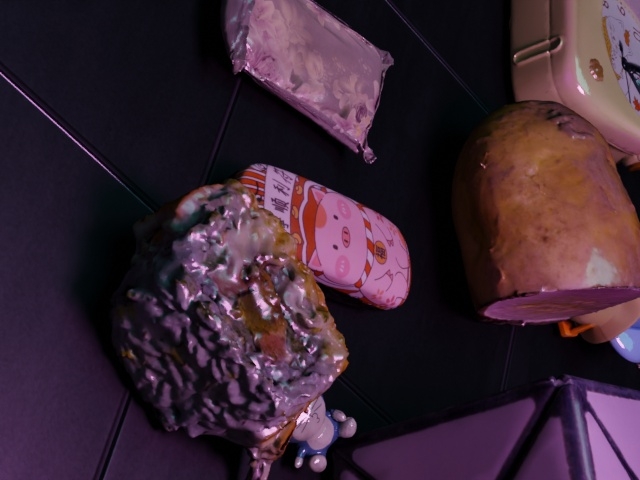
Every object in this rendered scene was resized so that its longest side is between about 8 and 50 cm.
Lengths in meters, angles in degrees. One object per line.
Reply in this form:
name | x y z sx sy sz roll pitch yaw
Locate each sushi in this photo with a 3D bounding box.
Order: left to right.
sushi | -0.077 0.086 1.603 0.274 0.139 0.184 56 41 -9

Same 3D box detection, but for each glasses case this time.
glasses case | 0.000 0.000 1.799 0.266 0.067 0.103 22 56 -45

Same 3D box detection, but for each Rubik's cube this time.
Rubik's cube | 0.217 0.327 1.745 0.307 0.305 0.310 18 58 -49

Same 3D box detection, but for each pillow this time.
pillow | -0.020 -0.194 1.869 0.255 0.059 0.169 34 50 -40

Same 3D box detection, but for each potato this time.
potato | 0.258 -0.041 2.035 0.229 0.229 0.266 11 65 -49

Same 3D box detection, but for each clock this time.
clock | 0.390 -0.231 2.351 0.348 0.117 0.286 32 51 -41

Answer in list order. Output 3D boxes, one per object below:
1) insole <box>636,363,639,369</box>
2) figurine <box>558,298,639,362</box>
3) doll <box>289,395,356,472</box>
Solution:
insole | 0.538 0.113 2.398 0.328 0.007 0.111 -20 100 -36
figurine | 0.399 0.059 2.203 0.262 0.154 0.180 7 94 -36
doll | -0.016 0.182 1.715 0.083 0.050 0.076 52 58 -25
